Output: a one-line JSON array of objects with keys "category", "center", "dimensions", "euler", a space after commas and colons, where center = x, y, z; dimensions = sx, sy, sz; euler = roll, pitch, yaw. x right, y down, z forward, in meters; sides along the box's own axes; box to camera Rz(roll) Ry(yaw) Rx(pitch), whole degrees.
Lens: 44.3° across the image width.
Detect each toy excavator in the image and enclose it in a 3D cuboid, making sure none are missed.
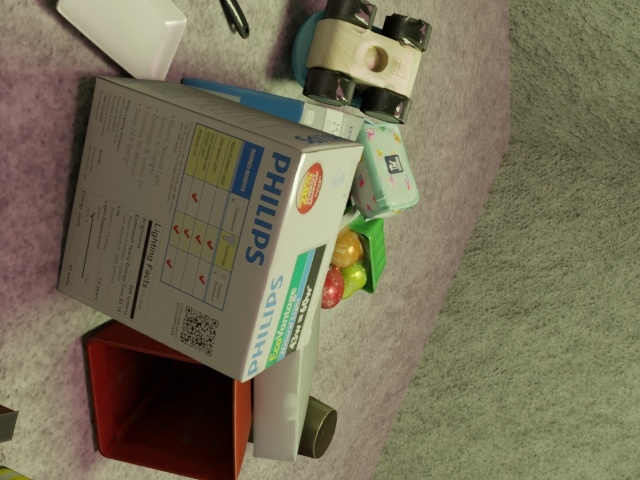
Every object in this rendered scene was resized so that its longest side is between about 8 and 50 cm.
[{"category": "toy excavator", "center": [0.098, -0.396, 1.862], "dimensions": [0.433, 0.445, 0.222], "euler": [13, 93, -26]}]

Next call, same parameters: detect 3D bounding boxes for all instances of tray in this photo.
[{"category": "tray", "center": [-0.298, -0.342, 1.188], "dimensions": [0.145, 0.030, 0.270], "euler": [-70, 157, -9]}]

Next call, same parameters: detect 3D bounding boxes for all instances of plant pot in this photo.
[{"category": "plant pot", "center": [-0.243, 0.249, 1.450], "dimensions": [0.235, 0.268, 0.267], "euler": [-61, 157, -59]}]

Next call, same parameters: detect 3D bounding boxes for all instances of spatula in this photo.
[{"category": "spatula", "center": [-0.174, -0.472, 1.387], "dimensions": [0.296, 0.030, 0.084], "euler": [70, 39, -55]}]

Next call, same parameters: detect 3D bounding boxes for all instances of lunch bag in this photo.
[{"category": "lunch bag", "center": [0.140, -0.166, 1.925], "dimensions": [0.262, 0.160, 0.223], "euler": [7, 67, -85]}]

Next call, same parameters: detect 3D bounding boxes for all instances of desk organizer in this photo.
[{"category": "desk organizer", "center": [-0.495, 0.263, 1.107], "dimensions": [0.130, 0.050, 0.047], "euler": [8, 98, -67]}]

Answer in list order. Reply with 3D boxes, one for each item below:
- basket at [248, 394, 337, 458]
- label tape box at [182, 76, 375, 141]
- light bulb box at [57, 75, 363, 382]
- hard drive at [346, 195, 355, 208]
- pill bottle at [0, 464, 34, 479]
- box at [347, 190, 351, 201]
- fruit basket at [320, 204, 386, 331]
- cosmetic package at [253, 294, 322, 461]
[{"category": "basket", "center": [-0.086, 0.437, 1.942], "dimensions": [0.154, 0.227, 0.204], "euler": [-28, 129, -60]}, {"category": "label tape box", "center": [-0.075, -0.216, 1.502], "dimensions": [0.348, 0.249, 0.115], "euler": [-2, 106, -66]}, {"category": "light bulb box", "center": [-0.173, -0.033, 1.217], "dimensions": [0.225, 0.361, 0.357], "euler": [-19, 128, -62]}, {"category": "hard drive", "center": [0.109, -0.154, 2.266], "dimensions": [0.135, 0.022, 0.094], "euler": [-56, 152, -36]}, {"category": "pill bottle", "center": [-0.429, 0.421, 1.159], "dimensions": [0.119, 0.209, 0.119], "euler": [-47, 145, -48]}, {"category": "box", "center": [-0.039, -0.084, 1.834], "dimensions": [0.257, 0.128, 0.122], "euler": [-56, 151, -38]}, {"category": "fruit basket", "center": [0.029, 0.079, 2.126], "dimensions": [0.353, 0.165, 0.327], "euler": [-41, 143, -28]}, {"category": "cosmetic package", "center": [-0.062, 0.220, 1.634], "dimensions": [0.377, 0.098, 0.284], "euler": [-76, 168, -61]}]
